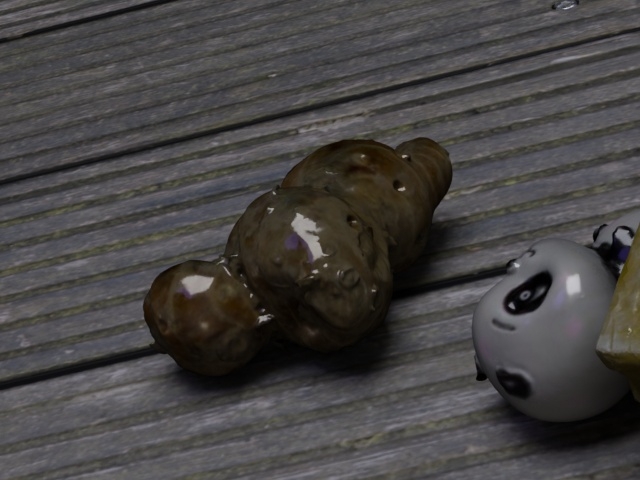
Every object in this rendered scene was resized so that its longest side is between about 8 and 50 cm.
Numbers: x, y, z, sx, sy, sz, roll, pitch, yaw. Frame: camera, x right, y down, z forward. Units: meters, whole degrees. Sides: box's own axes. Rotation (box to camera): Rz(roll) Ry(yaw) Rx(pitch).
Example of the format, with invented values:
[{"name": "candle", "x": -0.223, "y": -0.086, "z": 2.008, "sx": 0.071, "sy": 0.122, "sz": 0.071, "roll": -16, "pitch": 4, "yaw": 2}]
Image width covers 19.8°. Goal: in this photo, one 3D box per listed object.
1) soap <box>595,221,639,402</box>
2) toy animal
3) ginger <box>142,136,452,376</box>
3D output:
[{"name": "soap", "x": 0.385, "y": 0.041, "z": 1.417, "sx": 0.315, "sy": 0.091, "sz": 0.199, "roll": 4, "pitch": 64, "yaw": 44}, {"name": "toy animal", "x": 0.251, "y": 0.069, "z": 1.644, "sx": 0.235, "sy": 0.165, "sz": 0.187, "roll": -16, "pitch": 6, "yaw": -3}, {"name": "ginger", "x": 0.000, "y": 0.000, "z": 1.888, "sx": 0.256, "sy": 0.176, "sz": 0.375, "roll": -9, "pitch": 25, "yaw": 45}]
